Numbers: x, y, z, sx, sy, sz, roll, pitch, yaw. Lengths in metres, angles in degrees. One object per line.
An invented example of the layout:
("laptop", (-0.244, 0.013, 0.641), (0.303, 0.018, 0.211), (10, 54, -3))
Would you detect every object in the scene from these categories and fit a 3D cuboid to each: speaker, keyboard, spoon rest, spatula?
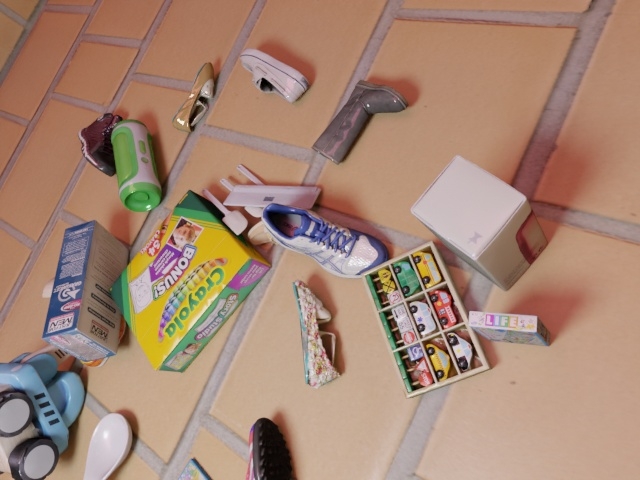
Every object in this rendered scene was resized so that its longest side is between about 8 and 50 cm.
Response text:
("speaker", (-0.573, -0.235, 1.565), (0.131, 0.131, 0.296), (-31, 58, 18))
("keyboard", (-0.125, -0.110, 1.268), (0.256, 0.014, 0.072), (4, 54, 26))
("spoon rest", (-0.536, 0.573, 1.251), (0.137, 0.084, 0.276), (-10, 67, 28))
("spatula", (-0.206, -0.117, 1.330), (0.168, 0.019, 0.242), (-38, 47, -12))

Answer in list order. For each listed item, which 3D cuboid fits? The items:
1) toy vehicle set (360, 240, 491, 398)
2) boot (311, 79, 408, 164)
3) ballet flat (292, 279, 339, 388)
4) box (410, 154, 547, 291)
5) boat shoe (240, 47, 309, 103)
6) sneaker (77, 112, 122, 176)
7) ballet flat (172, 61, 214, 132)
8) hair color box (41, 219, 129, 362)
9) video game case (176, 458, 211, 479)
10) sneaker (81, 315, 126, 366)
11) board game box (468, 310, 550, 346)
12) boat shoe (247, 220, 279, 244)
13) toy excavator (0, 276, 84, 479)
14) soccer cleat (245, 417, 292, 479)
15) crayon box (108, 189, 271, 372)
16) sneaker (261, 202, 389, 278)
("toy vehicle set", (0.198, 0.152, 0.987), (0.166, 0.035, 0.266), (-28, 63, 19))
("boot", (0.089, -0.275, 1.209), (0.208, 0.076, 0.190), (-52, 40, -5))
("ballet flat", (-0.009, 0.197, 1.093), (0.077, 0.091, 0.240), (-8, 68, -4))
("box", (0.287, -0.023, 0.892), (0.126, 0.232, 0.149), (-51, 55, 6))
("boat shoe", (-0.147, -0.457, 1.418), (0.268, 0.096, 0.088), (35, 87, 28))
("sneaker", (-0.728, -0.349, 1.719), (0.162, 0.106, 0.281), (-44, 55, 6))
("ballet flat", (-0.375, -0.439, 1.570), (0.073, 0.080, 0.232), (29, 90, 8))
("hair color box", (-0.633, 0.135, 1.385), (0.105, 0.173, 0.347), (-16, 53, 9))
("video game case", (-0.302, 0.602, 1.139), (0.119, 0.015, 0.166), (31, 89, 36))
("sneaker", (-0.609, 0.280, 1.421), (0.064, 0.067, 0.175), (27, 85, 37))
("board game box", (0.322, 0.150, 0.852), (0.104, 0.154, 0.026), (0, 72, 31))
("boat shoe", (-0.104, -0.021, 1.234), (0.170, 0.063, 0.059), (-23, 55, 21))
("toy excavator", (-0.770, 0.364, 1.410), (0.223, 0.445, 0.432), (-7, 109, 28))
("soccer cleat", (-0.119, 0.524, 1.007), (0.117, 0.109, 0.318), (-25, 63, 26))
("crayon box", (-0.350, 0.101, 1.308), (0.363, 0.106, 0.313), (-50, 54, 5))
("sneaker", (0.000, 0.000, 1.097), (0.297, 0.131, 0.111), (17, 80, 19))
